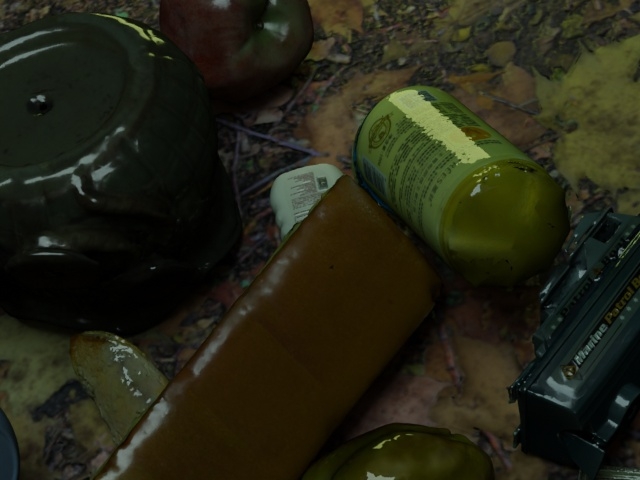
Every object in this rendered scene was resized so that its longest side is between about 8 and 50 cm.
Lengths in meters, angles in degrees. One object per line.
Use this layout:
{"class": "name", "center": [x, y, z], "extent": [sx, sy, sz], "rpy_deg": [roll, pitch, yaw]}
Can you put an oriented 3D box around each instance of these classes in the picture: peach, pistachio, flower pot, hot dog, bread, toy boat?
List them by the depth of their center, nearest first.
{"class": "pistachio", "center": [0.048, 0.204, 1.443], "extent": [0.189, 0.110, 0.100], "rpy_deg": [-25, 82, -4]}
{"class": "toy boat", "center": [0.250, 0.049, 1.496], "extent": [0.122, 0.114, 0.296], "rpy_deg": [28, 64, 22]}
{"class": "bread", "center": [-0.043, 0.120, 1.518], "extent": [0.138, 0.077, 0.361], "rpy_deg": [42, 67, -6]}
{"class": "hot dog", "center": [-0.159, 0.142, 1.573], "extent": [0.078, 0.061, 0.169], "rpy_deg": [-49, 58, 30]}
{"class": "flower pot", "center": [-0.228, -0.052, 1.649], "extent": [0.301, 0.213, 0.302], "rpy_deg": [-8, 51, 11]}
{"class": "peach", "center": [-0.094, -0.220, 1.793], "extent": [0.152, 0.152, 0.152], "rpy_deg": [-8, 52, 10]}

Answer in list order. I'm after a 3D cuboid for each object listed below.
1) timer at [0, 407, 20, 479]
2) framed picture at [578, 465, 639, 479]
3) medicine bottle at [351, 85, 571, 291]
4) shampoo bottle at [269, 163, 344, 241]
{"class": "timer", "center": [-0.365, 0.193, 1.567], "extent": [0.255, 0.175, 0.175], "rpy_deg": [-1, 47, 53]}
{"class": "framed picture", "center": [0.304, 0.256, 1.387], "extent": [0.231, 0.010, 0.173], "rpy_deg": [1, 54, 17]}
{"class": "medicine bottle", "center": [0.124, -0.045, 1.561], "extent": [0.124, 0.124, 0.239], "rpy_deg": [-31, 32, -8]}
{"class": "shampoo bottle", "center": [0.000, 0.000, 1.651], "extent": [0.077, 0.045, 0.152], "rpy_deg": [-15, 49, 2]}
